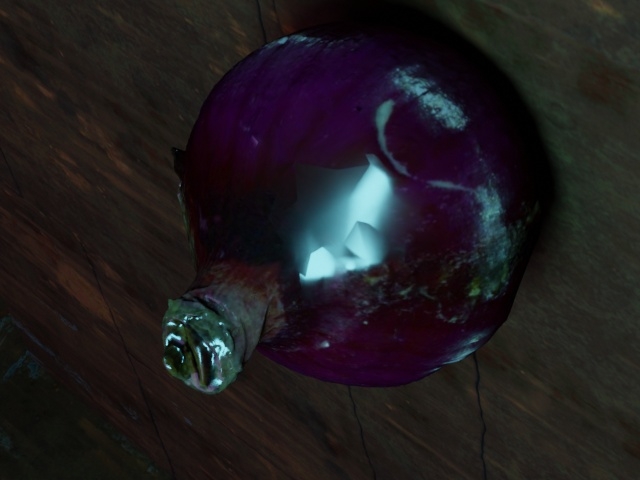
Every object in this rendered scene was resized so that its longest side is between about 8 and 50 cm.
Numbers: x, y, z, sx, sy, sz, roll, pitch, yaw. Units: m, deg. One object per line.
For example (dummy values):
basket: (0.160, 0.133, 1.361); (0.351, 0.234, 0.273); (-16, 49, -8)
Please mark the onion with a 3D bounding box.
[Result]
onion: (0.000, 0.000, 1.300); (0.347, 0.385, 0.348); (24, 135, 26)
